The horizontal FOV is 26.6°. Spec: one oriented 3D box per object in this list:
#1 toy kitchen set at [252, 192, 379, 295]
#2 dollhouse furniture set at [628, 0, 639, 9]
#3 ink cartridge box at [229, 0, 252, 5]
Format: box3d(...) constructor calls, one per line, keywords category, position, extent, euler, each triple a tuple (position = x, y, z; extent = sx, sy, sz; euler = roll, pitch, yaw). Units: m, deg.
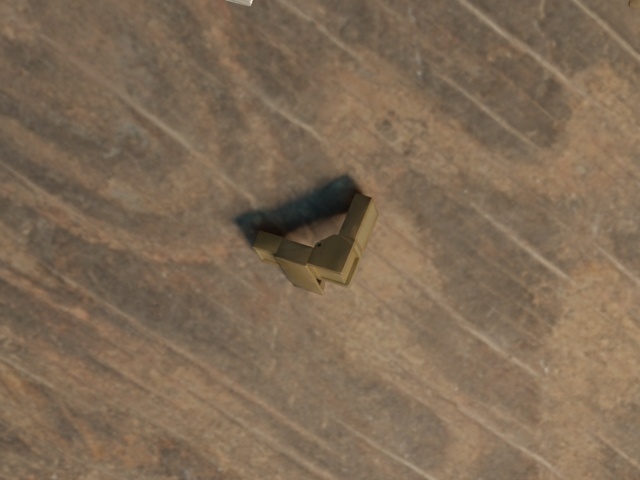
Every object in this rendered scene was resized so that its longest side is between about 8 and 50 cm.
box3d(category="toy kitchen set", position=(0.000, 0.000, 1.164), extent=(0.083, 0.075, 0.068), euler=(16, 160, 20))
box3d(category="dollhouse furniture set", position=(0.374, -0.228, 1.087), extent=(0.355, 0.174, 0.303), euler=(23, 130, 14))
box3d(category="ink cartridge box", position=(-0.066, -0.242, 1.028), extent=(0.063, 0.029, 0.115), euler=(15, 113, -14))
